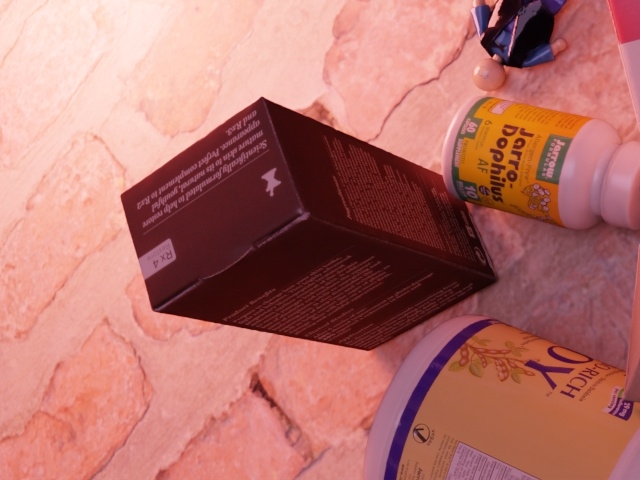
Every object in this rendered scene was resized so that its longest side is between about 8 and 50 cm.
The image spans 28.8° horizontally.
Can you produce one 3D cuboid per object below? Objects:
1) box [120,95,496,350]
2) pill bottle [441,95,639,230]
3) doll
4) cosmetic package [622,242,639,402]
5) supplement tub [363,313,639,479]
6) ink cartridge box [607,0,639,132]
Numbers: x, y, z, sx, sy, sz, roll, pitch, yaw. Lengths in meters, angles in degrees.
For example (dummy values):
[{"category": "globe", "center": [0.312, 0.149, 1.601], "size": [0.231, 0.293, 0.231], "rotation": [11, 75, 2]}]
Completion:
[{"category": "box", "center": [0.000, 0.000, 1.276], "size": [0.191, 0.381, 0.143], "rotation": [-31, 66, 25]}, {"category": "pill bottle", "center": [0.241, -0.076, 1.294], "size": [0.208, 0.117, 0.118], "rotation": [18, 91, 33]}, {"category": "doll", "center": [0.221, -0.253, 1.380], "size": [0.129, 0.046, 0.189], "rotation": [32, 105, 23]}, {"category": "cosmetic package", "center": [0.422, 0.071, 1.043], "size": [0.309, 0.113, 0.160], "rotation": [8, 66, 8]}, {"category": "supplement tub", "center": [0.233, 0.229, 1.171], "size": [0.331, 0.241, 0.241], "rotation": [21, 93, 33]}, {"category": "ink cartridge box", "center": [0.402, -0.136, 1.146], "size": [0.207, 0.117, 0.283], "rotation": [-11, 99, 31]}]
